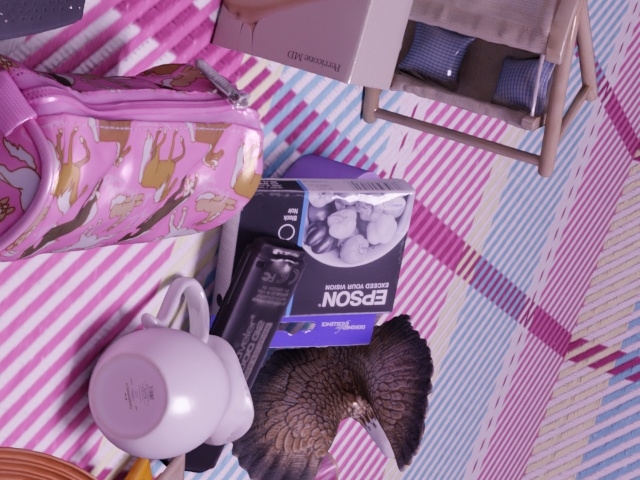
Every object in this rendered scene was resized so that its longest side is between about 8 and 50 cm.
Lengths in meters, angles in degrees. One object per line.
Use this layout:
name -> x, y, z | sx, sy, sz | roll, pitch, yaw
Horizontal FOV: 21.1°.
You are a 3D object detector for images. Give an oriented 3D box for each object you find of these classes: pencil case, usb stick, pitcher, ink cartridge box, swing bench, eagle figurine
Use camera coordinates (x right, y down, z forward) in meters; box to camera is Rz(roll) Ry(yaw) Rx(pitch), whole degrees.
pencil case -> -0.188, -0.068, 1.352 | 0.386, 0.160, 0.167 | -11, 118, -66
usb stick -> -0.095, 0.124, 1.822 | 0.077, 0.045, 0.278 | 12, 110, -38
pitcher -> -0.148, 0.123, 1.692 | 0.207, 0.125, 0.177 | 5, 72, -70
ink cartridge box -> -0.012, 0.033, 1.872 | 0.206, 0.045, 0.208 | -1, 115, -24
swing bench -> 0.188, -0.246, 2.023 | 0.165, 0.253, 0.254 | -56, 154, -36
eagle figurine -> 0.041, 0.180, 2.039 | 0.226, 0.225, 0.298 | -64, 168, 10

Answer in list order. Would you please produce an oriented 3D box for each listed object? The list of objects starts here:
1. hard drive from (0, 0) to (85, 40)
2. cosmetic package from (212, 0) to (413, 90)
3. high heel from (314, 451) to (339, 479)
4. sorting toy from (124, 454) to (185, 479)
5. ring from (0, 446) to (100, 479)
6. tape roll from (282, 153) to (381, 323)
hard drive -> -0.242, -0.230, 1.228 | 0.255, 0.054, 0.172 | -23, 128, -64
cosmetic package -> 0.020, -0.316, 1.677 | 0.113, 0.160, 0.309 | -1, 107, -67
high heel -> -0.038, 0.372, 2.248 | 0.117, 0.082, 0.244 | -26, 152, -24
sorting toy -> -0.200, 0.325, 1.788 | 0.347, 0.047, 0.196 | 97, 20, -45
ring -> -0.277, 0.325, 1.355 | 0.337, 0.032, 0.336 | -8, 107, -28
tape roll -> 0.000, 0.000, 1.997 | 0.189, 0.080, 0.189 | -51, 150, -45
